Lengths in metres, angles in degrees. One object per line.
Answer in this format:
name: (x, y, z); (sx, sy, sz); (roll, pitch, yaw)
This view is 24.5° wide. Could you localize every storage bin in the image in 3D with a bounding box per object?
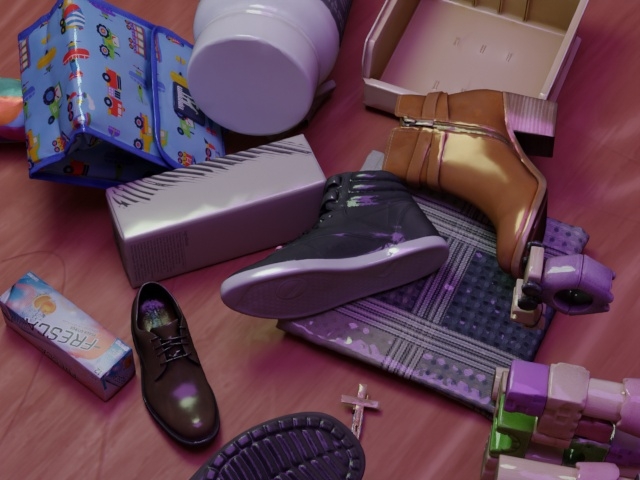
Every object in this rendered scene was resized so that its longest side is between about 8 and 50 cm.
storage bin: (0.221, -0.279, 2.089); (0.262, 0.123, 0.260); (19, 56, 12)

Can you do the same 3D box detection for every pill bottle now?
pill bottle: (-0.061, -0.325, 2.041); (0.204, 0.204, 0.361); (8, 46, 5)

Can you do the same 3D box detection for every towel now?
towel: (0.144, 0.052, 1.906); (0.324, 0.056, 0.312); (23, 60, 12)

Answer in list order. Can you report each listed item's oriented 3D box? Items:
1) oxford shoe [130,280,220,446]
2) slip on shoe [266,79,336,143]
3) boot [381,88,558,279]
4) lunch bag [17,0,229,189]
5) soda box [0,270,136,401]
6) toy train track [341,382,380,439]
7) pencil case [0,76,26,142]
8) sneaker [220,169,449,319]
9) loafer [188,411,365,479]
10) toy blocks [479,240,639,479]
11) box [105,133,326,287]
oxford shoe: (-0.185, 0.148, 1.798); (0.082, 0.096, 0.227); (-19, 59, -16)
slip on shoe: (-0.027, -0.181, 2.069); (0.135, 0.051, 0.041); (-36, 102, -32)
boot: (0.185, -0.081, 1.899); (0.220, 0.109, 0.283); (5, 63, 10)
lunch bag: (-0.240, -0.174, 1.966); (0.293, 0.138, 0.221); (14, 56, -41)
soda box: (-0.315, 0.119, 1.836); (0.183, 0.063, 0.058); (34, 61, 21)
toy train track: (0.046, 0.216, 1.803); (0.048, 0.014, 0.083); (11, 61, -1)
pencil case: (-0.432, -0.178, 2.026); (0.236, 0.104, 0.104); (4, 55, 1)
sneaker: (0.000, 0.000, 1.849); (0.295, 0.104, 0.147); (-14, 57, -16)
loafer: (-0.116, 0.316, 1.649); (0.366, 0.130, 0.134); (-31, 81, -16)
toy blocks: (0.322, 0.215, 1.631); (0.260, 0.288, 0.309); (10, 58, 4)
box: (-0.133, -0.039, 1.923); (0.275, 0.113, 0.094); (-16, 55, -13)
